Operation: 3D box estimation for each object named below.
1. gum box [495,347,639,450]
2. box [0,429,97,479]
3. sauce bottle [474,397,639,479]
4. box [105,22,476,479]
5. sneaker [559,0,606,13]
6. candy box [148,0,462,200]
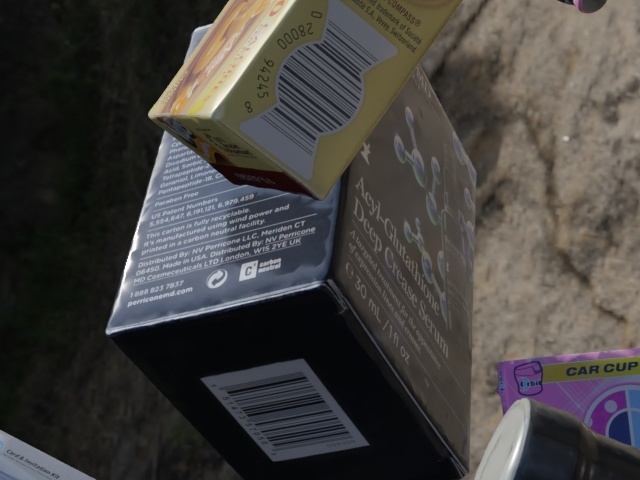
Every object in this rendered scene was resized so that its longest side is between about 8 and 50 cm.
[{"bbox_3d":[0.220,0.132,0.824,0.188,0.062,0.107,-8,78,20],"label":"gum box"},{"bbox_3d":[-0.195,0.245,0.857,0.145,0.038,0.186,21,120,22],"label":"box"},{"bbox_3d":[0.224,0.156,0.456,0.111,0.344,0.111,24,-90,-88],"label":"sauce bottle"},{"bbox_3d":[0.000,0.000,1.113,0.212,0.293,0.395,-14,44,23],"label":"box"},{"bbox_3d":[0.226,-0.258,1.009,0.057,0.047,0.119,26,106,51],"label":"sneaker"},{"bbox_3d":[0.030,-0.180,0.733,0.316,0.087,0.183,-55,20,-6],"label":"candy box"}]
